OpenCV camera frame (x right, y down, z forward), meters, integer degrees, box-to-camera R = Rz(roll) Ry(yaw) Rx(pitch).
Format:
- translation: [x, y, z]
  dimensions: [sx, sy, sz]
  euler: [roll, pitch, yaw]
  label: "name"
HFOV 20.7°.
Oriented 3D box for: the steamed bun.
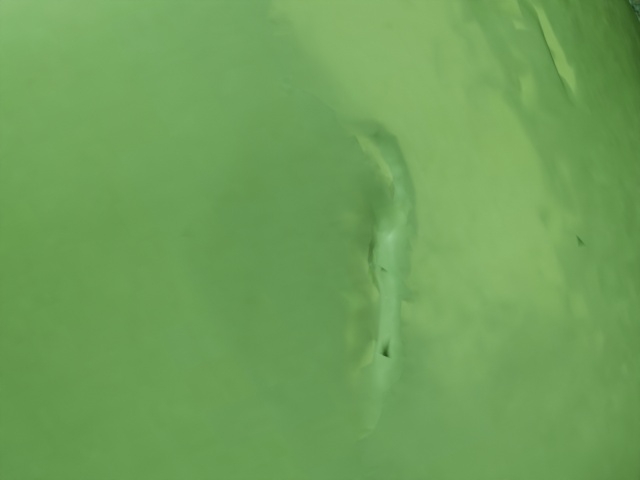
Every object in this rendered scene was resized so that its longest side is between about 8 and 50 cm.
- translation: [0.000, 0.000, 0.711]
  dimensions: [0.456, 0.290, 0.371]
  euler: [-23, 81, -52]
  label: "steamed bun"
